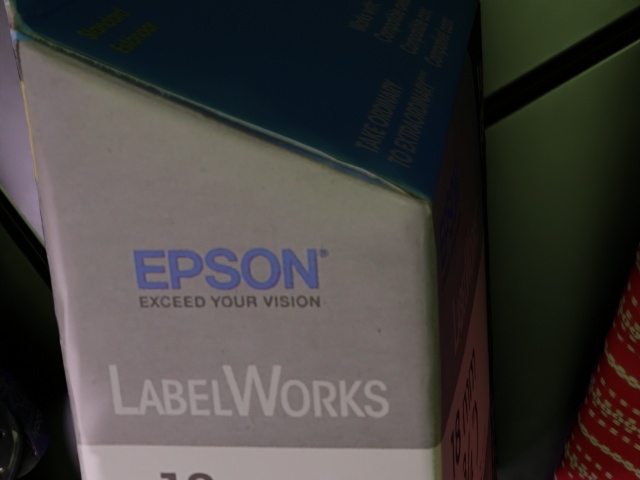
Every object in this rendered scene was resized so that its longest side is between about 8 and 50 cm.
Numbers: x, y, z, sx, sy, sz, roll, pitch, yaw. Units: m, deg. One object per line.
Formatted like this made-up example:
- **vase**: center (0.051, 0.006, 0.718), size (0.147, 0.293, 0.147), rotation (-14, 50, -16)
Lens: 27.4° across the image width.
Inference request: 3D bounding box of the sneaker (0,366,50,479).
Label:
- **sneaker**: center (-0.187, 0.060, 0.589), size (0.124, 0.107, 0.283), rotation (-6, 115, -4)

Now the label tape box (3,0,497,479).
- **label tape box**: center (0.000, 0.000, 0.439), size (0.105, 0.241, 0.334), rotation (-1, 112, 10)

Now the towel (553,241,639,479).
- **towel**: center (0.158, 0.120, 0.448), size (0.199, 0.031, 0.275), rotation (48, 159, 26)
